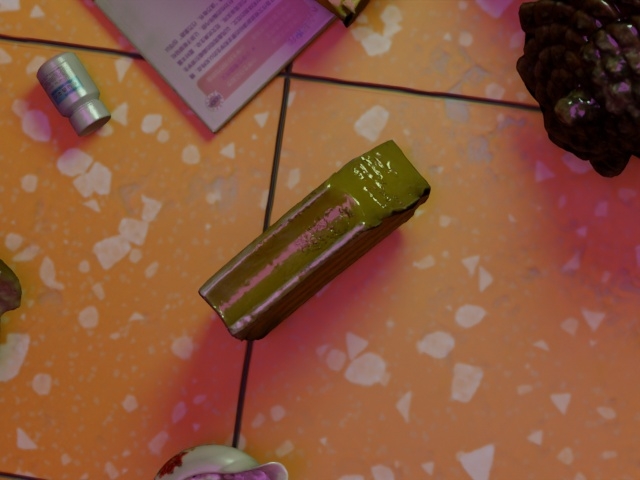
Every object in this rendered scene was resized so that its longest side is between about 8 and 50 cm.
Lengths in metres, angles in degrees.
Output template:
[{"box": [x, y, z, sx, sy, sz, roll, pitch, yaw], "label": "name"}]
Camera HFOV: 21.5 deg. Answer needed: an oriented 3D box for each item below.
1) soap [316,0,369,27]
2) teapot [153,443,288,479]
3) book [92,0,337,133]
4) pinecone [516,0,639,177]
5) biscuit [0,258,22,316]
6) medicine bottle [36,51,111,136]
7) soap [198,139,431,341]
[{"box": [-0.034, -0.403, 1.831, 0.324, 0.096, 0.204, 39, 93, 6], "label": "soap"}, {"box": [-0.127, 0.303, 1.860, 0.226, 0.092, 0.145, -34, 82, 8], "label": "teapot"}, {"box": [-0.144, -0.297, 1.901, 0.208, 0.020, 0.295, -43, 84, 6], "label": "book"}, {"box": [0.361, -0.201, 1.704, 0.296, 0.298, 0.242, -8, 67, -10], "label": "pinecone"}, {"box": [-0.467, 0.110, 1.908, 0.213, 0.091, 0.274, 34, 99, 18], "label": "biscuit"}, {"box": [-0.279, -0.166, 1.903, 0.052, 0.052, 0.089, -34, 85, 7], "label": "medicine bottle"}, {"box": [0.000, 0.000, 1.810, 0.257, 0.160, 0.080, -40, 83, 5], "label": "soap"}]
